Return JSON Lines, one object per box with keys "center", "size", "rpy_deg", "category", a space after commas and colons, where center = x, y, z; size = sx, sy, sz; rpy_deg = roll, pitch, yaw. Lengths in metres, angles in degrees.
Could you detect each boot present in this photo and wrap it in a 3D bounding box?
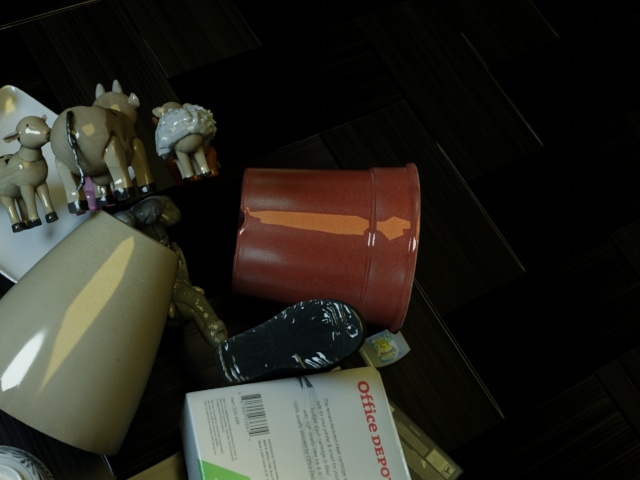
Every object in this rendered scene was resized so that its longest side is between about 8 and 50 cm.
{"center": [-0.005, 0.144, 1.563], "size": [0.207, 0.246, 0.094], "rpy_deg": [0, 71, -61], "category": "boot"}

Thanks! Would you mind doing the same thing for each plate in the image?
{"center": [-0.477, -0.086, 1.680], "size": [0.277, 0.045, 0.278], "rpy_deg": [33, 58, 10], "category": "plate"}

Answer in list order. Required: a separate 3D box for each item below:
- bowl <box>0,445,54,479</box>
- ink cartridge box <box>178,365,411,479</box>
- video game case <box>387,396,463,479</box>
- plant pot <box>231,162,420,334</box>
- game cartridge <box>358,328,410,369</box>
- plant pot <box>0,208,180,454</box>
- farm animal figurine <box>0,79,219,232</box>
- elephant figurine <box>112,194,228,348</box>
{"center": [-0.437, 0.348, 1.446], "size": [0.170, 0.080, 0.170], "rpy_deg": [8, 60, -14], "category": "bowl"}
{"center": [-0.039, 0.313, 1.531], "size": [0.289, 0.121, 0.211], "rpy_deg": [-6, 61, -17], "category": "ink cartridge box"}
{"center": [0.062, 0.373, 1.615], "size": [0.196, 0.026, 0.274], "rpy_deg": [44, 60, 9], "category": "video game case"}
{"center": [0.000, 0.000, 1.677], "size": [0.265, 0.272, 0.272], "rpy_deg": [5, 61, -4], "category": "plant pot"}
{"center": [0.103, 0.177, 1.740], "size": [0.083, 0.017, 0.056], "rpy_deg": [-22, 74, -26], "category": "game cartridge"}
{"center": [-0.316, 0.105, 1.452], "size": [0.256, 0.256, 0.274], "rpy_deg": [30, 87, 1], "category": "plant pot"}
{"center": [-0.316, -0.132, 1.499], "size": [0.330, 0.327, 0.172], "rpy_deg": [-17, 94, -7], "category": "farm animal figurine"}
{"center": [-0.252, 0.067, 1.621], "size": [0.169, 0.186, 0.239], "rpy_deg": [-27, 99, 8], "category": "elephant figurine"}
